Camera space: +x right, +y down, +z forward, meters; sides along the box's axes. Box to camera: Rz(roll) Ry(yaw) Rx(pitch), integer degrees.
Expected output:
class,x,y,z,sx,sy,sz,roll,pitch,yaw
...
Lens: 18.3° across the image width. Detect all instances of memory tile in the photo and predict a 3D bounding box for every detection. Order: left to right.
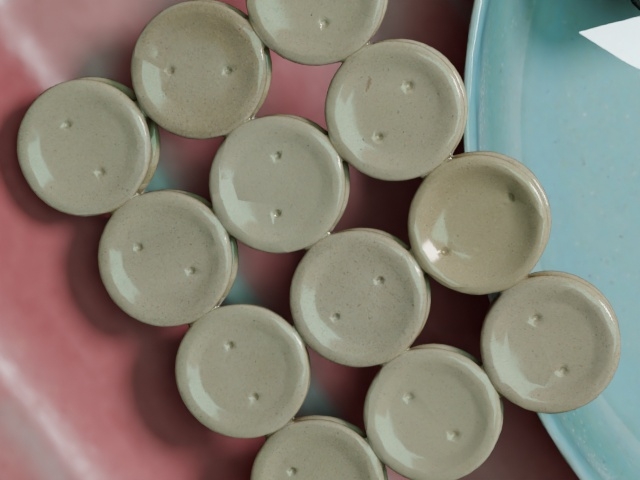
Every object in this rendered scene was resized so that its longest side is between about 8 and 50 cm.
class,x,y,z,sx,sy,sz,roll,pitch,yaw
memory tile,0.000,0.000,0.525,0.113,0.012,0.148,-34,91,11

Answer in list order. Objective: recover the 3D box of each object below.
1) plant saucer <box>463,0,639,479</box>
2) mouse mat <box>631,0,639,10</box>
class,x,y,z,sx,sy,sz,roll,pitch,yaw
plant saucer,0.187,-0.033,0.584,0.318,0.044,0.317,0,91,-14
mouse mat,0.149,-0.157,0.548,0.190,0.007,0.152,-20,95,-14
